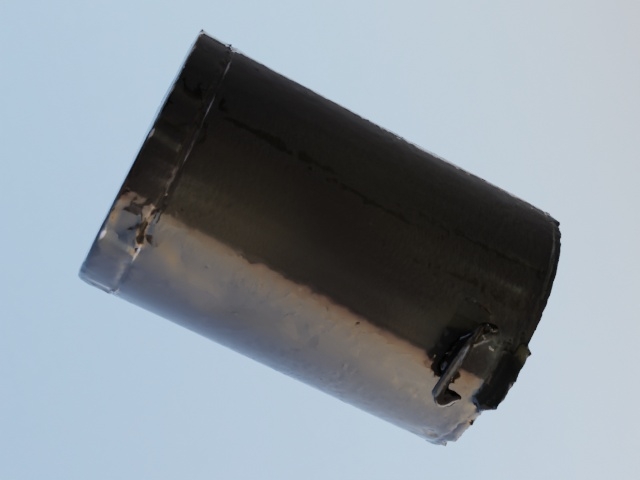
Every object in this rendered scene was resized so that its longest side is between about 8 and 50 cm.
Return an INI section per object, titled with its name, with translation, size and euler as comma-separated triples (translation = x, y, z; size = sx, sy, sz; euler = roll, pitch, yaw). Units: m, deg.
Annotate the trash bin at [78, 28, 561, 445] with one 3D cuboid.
[trash bin]
translation = 0.000, 0.000, 1.131
size = 0.302, 0.203, 0.252
euler = 26, -161, -7
